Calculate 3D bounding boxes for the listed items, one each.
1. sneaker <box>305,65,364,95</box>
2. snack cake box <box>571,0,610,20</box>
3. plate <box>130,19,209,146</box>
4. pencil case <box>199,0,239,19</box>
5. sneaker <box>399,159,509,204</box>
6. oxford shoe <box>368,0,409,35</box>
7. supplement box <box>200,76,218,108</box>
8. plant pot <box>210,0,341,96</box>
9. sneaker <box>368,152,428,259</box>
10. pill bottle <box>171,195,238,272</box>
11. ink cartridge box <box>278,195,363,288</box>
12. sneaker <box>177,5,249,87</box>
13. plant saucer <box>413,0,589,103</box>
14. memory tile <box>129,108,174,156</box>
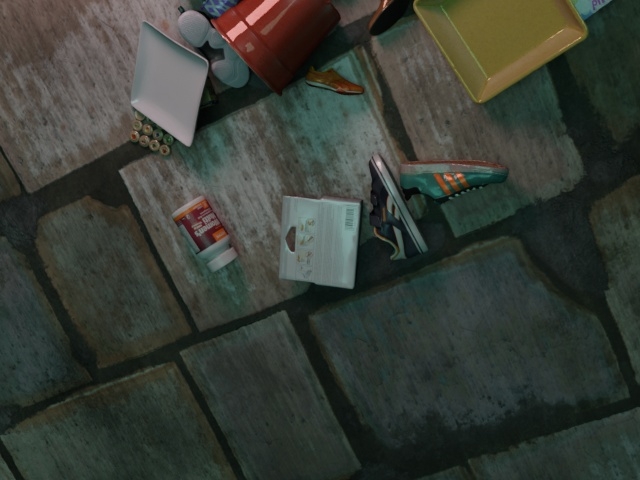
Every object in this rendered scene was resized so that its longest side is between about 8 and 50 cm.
[{"bbox_3d":[0.043,-0.456,1.730,0.175,0.064,0.068,17,97,4],"label":"sneaker"},{"bbox_3d":[0.697,-0.669,1.525,0.264,0.089,0.152,-35,95,18],"label":"snack cake box"},{"bbox_3d":[-0.437,-0.459,1.779,0.278,0.045,0.277,36,126,20],"label":"plate"},{"bbox_3d":[-0.256,-0.717,1.705,0.088,0.086,0.206,26,107,-27],"label":"pencil case"},{"bbox_3d":[0.376,-0.163,1.721,0.302,0.108,0.121,3,106,19],"label":"sneaker"},{"bbox_3d":[0.195,-0.658,1.652,0.212,0.076,0.076,-51,60,21],"label":"oxford shoe"},{"bbox_3d":[-0.364,-0.438,1.818,0.083,0.056,0.083,-16,100,16],"label":"supplement box"},{"bbox_3d":[-0.105,-0.582,1.634,0.265,0.272,0.272,-41,94,11],"label":"plant pot"},{"bbox_3d":[0.192,-0.087,1.763,0.127,0.126,0.321,-25,99,13],"label":"sneaker"},{"bbox_3d":[-0.357,-0.018,1.894,0.121,0.121,0.221,-31,97,17],"label":"pill bottle"},{"bbox_3d":[0.000,0.000,1.860,0.238,0.060,0.275,7,106,11],"label":"ink cartridge box"},{"bbox_3d":[-0.310,-0.568,1.753,0.101,0.153,0.268,-39,130,9],"label":"sneaker"},{"bbox_3d":[0.460,-0.576,1.560,0.332,0.081,0.333,-30,98,39],"label":"plant saucer"},{"bbox_3d":[-0.525,-0.339,1.901,0.148,0.012,0.113,25,108,5],"label":"memory tile"}]
